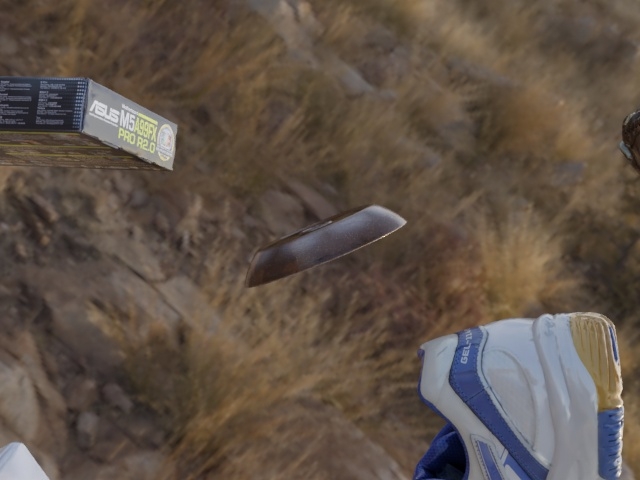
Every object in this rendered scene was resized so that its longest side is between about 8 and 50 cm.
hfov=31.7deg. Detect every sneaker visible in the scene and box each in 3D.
[{"bbox_3d":[0.128,0.170,0.742,0.112,0.131,0.296,-77,161,-59],"label":"sneaker"},{"bbox_3d":[0.362,-0.119,1.240,0.071,0.066,0.188,36,-12,20],"label":"sneaker"}]

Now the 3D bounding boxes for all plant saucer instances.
[{"bbox_3d":[0.000,0.000,1.274,0.036,0.199,0.198,68,20,-3],"label":"plant saucer"}]

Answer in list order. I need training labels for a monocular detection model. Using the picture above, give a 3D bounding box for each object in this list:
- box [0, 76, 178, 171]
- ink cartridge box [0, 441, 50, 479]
[{"bbox_3d":[-0.327,-0.129,1.267,0.270,0.060,0.216,3,-7,19],"label":"box"},{"bbox_3d":[-0.224,0.253,0.585,0.171,0.233,0.168,57,17,-13],"label":"ink cartridge box"}]
